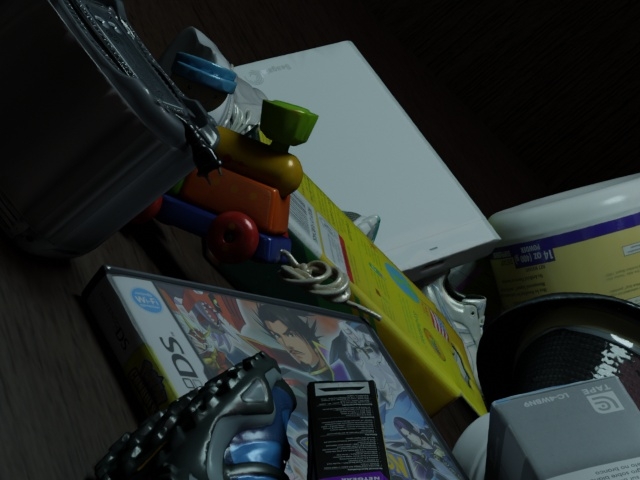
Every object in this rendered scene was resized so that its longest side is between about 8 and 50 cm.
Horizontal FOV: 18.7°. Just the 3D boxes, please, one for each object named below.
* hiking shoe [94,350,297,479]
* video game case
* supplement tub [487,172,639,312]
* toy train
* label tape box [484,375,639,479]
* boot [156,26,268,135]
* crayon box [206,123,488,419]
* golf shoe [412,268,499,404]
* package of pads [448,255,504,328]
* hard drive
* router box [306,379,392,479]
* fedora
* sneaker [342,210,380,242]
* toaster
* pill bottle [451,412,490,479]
[{"bbox_3d":[-0.063,0.170,1.128,0.132,0.113,0.304,56,20,-10],"label":"hiking shoe"},{"bbox_3d":[-0.012,0.131,1.379,0.275,0.035,0.248,13,34,-44],"label":"video game case"},{"bbox_3d":[0.343,0.102,2.273,0.241,0.241,0.331,-22,96,-78],"label":"supplement tub"},{"bbox_3d":[-0.037,-0.047,1.562,0.248,0.143,0.105,22,6,14],"label":"toy train"},{"bbox_3d":[0.225,0.306,1.408,0.347,0.115,0.249,-114,-160,-49],"label":"label tape box"},{"bbox_3d":[-0.092,-0.129,1.933,0.123,0.095,0.258,38,14,-20],"label":"boot"},{"bbox_3d":[0.023,0.055,1.824,0.318,0.081,0.202,45,13,-19],"label":"crayon box"},{"bbox_3d":[0.162,0.105,2.181,0.176,0.086,0.069,50,10,-8],"label":"golf shoe"},{"bbox_3d":[0.119,-0.018,2.363,0.229,0.101,0.296,56,14,28],"label":"package of pads"},{"bbox_3d":[0.039,-0.086,2.177,0.203,0.040,0.307,-18,63,-38],"label":"hard drive"},{"bbox_3d":[0.016,0.191,1.152,0.133,0.046,0.179,-96,-175,-68],"label":"router box"},{"bbox_3d":[0.293,0.217,2.052,0.334,0.334,0.152,47,46,-15],"label":"fedora"},{"bbox_3d":[0.000,0.000,2.002,0.076,0.065,0.166,22,15,16],"label":"sneaker"},{"bbox_3d":[-0.178,-0.088,1.363,0.227,0.146,0.129,52,13,14],"label":"toaster"},{"bbox_3d":[0.243,0.239,1.689,0.272,0.152,0.152,20,-13,44],"label":"pill bottle"}]
